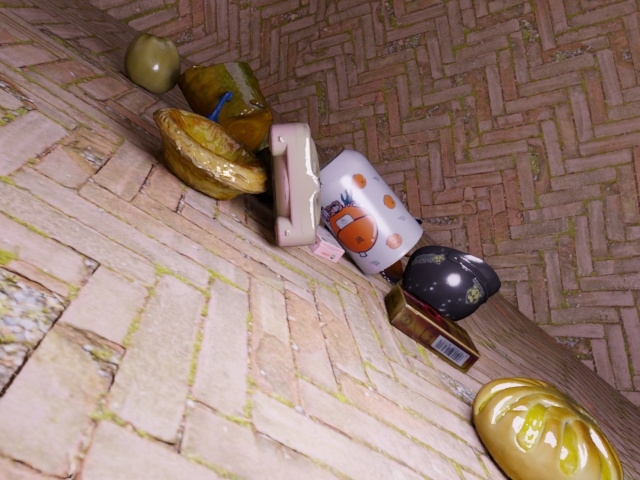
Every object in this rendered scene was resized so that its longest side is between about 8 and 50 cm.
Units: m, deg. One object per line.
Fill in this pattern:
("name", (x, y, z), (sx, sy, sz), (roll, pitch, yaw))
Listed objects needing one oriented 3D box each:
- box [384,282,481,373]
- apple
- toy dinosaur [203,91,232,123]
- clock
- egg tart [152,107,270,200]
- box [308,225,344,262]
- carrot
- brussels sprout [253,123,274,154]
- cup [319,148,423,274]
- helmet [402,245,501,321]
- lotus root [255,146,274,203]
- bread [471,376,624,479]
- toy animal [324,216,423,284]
("box", (0.282, 0.220, 1.333), (0.240, 0.071, 0.159), (35, 16, -8))
("apple", (-0.567, -0.598, 1.760), (0.200, 0.200, 0.200), (34, 14, -9))
("toy dinosaur", (-0.327, -0.342, 1.470), (0.075, 0.188, 0.247), (30, 15, 5))
("clock", (-0.068, -0.136, 1.267), (0.114, 0.284, 0.309), (-6, 7, -6))
("egg tart", (-0.268, -0.189, 1.232), (0.318, 0.128, 0.319), (32, 16, -10))
("box", (0.000, 0.000, 1.426), (0.089, 0.043, 0.125), (26, 17, -37))
("carrot", (-0.309, -0.465, 1.698), (0.341, 0.241, 0.241), (62, 18, 7))
("brussels sprout", (-0.156, -0.331, 1.931), (0.223, 0.161, 0.223), (36, 34, -30))
("cup", (0.111, -0.090, 1.474), (0.317, 0.212, 0.212), (51, 12, -9))
("helmet", (0.344, 0.141, 1.456), (0.278, 0.160, 0.231), (-1, -48, 49))
("lotus root", (-0.130, -0.204, 1.564), (0.160, 0.152, 0.275), (24, 16, -21))
("bread", (0.441, 0.377, 1.007), (0.332, 0.160, 0.333), (33, 13, -8))
("toy animal", (0.174, 0.012, 1.748), (0.284, 0.225, 0.302), (18, -4, 13))
